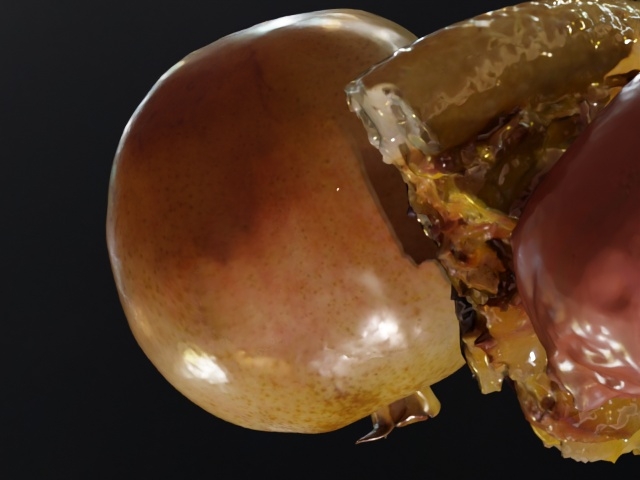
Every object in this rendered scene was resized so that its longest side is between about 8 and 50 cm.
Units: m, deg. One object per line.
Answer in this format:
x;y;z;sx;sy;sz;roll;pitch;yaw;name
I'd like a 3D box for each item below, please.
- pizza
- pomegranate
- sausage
0.184;-0.002;0.890;0.278;0.409;0.114;-64;-155;3;pizza
0.000;0.000;1.083;0.319;0.319;0.319;-30;-141;27;pomegranate
0.194;-0.027;0.717;0.254;0.148;0.148;-49;-147;12;sausage
